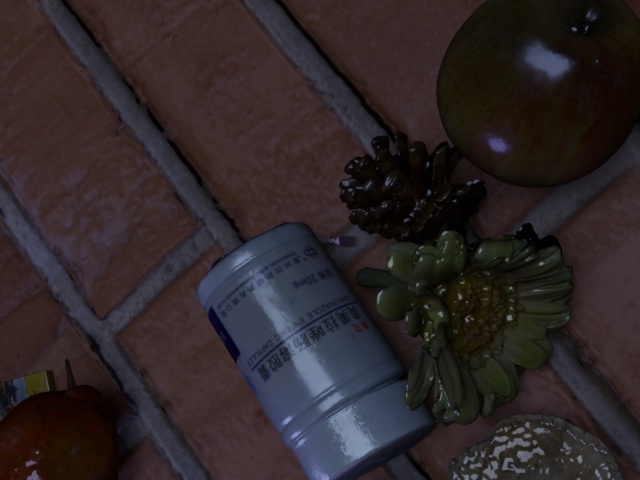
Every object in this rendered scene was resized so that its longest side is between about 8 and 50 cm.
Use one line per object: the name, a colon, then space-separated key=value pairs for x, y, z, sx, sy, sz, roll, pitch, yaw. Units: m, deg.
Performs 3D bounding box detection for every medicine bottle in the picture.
medicine bottle: x=-0.007 y=0.159 z=1.365 sx=0.190 sy=0.190 sz=0.332 roll=-37 pitch=74 yaw=12

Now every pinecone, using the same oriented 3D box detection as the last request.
pinecone: x=0.121 y=-0.066 z=1.356 sx=0.195 sy=0.179 sz=0.150 roll=14 pitch=92 yaw=26

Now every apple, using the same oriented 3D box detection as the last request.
apple: x=0.280 y=-0.201 z=1.269 sx=0.257 sy=0.234 sz=0.256 roll=4 pitch=64 yaw=-8

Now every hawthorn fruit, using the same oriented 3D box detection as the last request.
hawthorn fruit: x=-0.385 y=0.306 z=1.474 sx=0.211 sy=0.210 sz=0.262 roll=15 pitch=81 yaw=20

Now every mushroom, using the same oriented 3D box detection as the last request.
mushroom: x=0.276 y=0.355 z=1.208 sx=0.208 sy=0.301 sz=0.233 roll=24 pitch=104 yaw=-14

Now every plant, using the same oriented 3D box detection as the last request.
plant: x=0.191 y=0.069 z=1.285 sx=0.261 sy=0.297 sz=0.306 roll=-27 pitch=119 yaw=4

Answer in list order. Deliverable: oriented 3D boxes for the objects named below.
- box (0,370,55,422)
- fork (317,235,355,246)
box: x=-0.489 y=0.266 z=1.608 sx=0.155 sy=0.023 sz=0.086 roll=-16 pitch=76 yaw=16
fork: x=0.001 y=0.000 z=1.477 sx=0.115 sy=0.012 sz=0.016 roll=1 pitch=80 yaw=24
